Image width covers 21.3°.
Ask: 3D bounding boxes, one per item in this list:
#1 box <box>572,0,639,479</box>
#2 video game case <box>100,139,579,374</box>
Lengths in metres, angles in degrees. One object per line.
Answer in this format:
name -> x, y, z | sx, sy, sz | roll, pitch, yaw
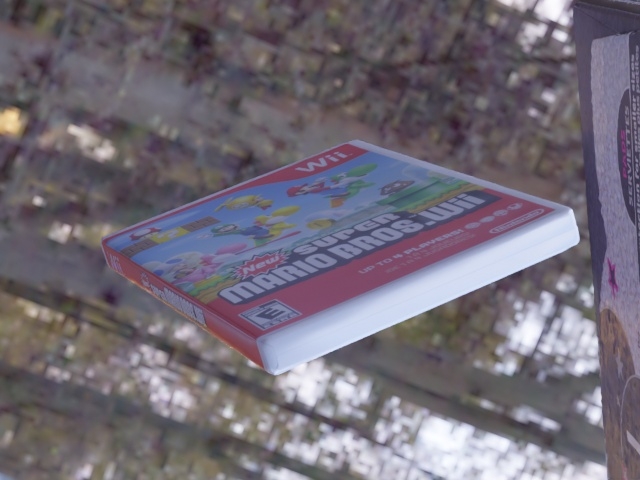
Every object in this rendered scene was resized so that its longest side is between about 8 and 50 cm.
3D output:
box -> 0.179, 0.031, 0.617 | 0.163, 0.142, 0.247 | -104, -173, -80
video game case -> 0.000, 0.000, 1.062 | 0.285, 0.204, 0.025 | 24, -47, 63
